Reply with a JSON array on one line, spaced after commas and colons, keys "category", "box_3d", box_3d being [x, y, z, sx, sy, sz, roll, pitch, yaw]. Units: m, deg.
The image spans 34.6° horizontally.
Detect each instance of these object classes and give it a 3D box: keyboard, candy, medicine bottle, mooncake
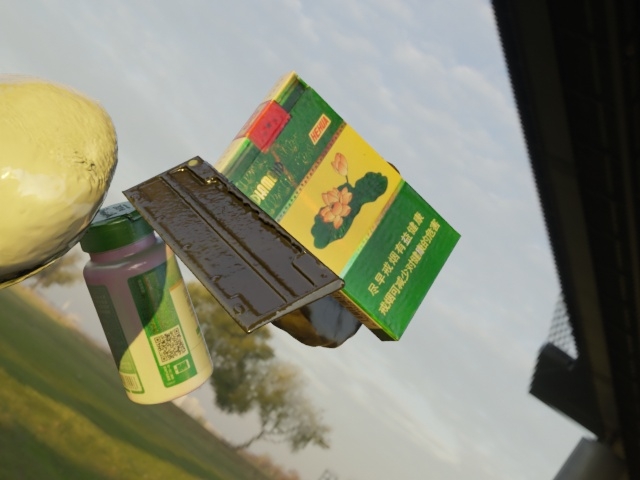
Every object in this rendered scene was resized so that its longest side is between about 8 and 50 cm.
[{"category": "keyboard", "box_3d": [-0.059, -0.005, 0.618, 0.198, 0.064, 0.010, 41, -29, 51]}, {"category": "candy", "box_3d": [-0.354, -0.083, 1.114, 0.295, 0.295, 0.185, 27, -26, 42]}, {"category": "medicine bottle", "box_3d": [-0.253, 0.084, 1.452, 0.133, 0.133, 0.274, 16, -53, 60]}, {"category": "mooncake", "box_3d": [0.000, 0.000, 1.158, 0.124, 0.228, 0.228, 22, -19, 31]}]

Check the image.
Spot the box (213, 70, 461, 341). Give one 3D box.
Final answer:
[{"category": "box", "box_3d": [0.017, -0.028, 0.942, 0.235, 0.132, 0.034, 42, -24, -21]}]
